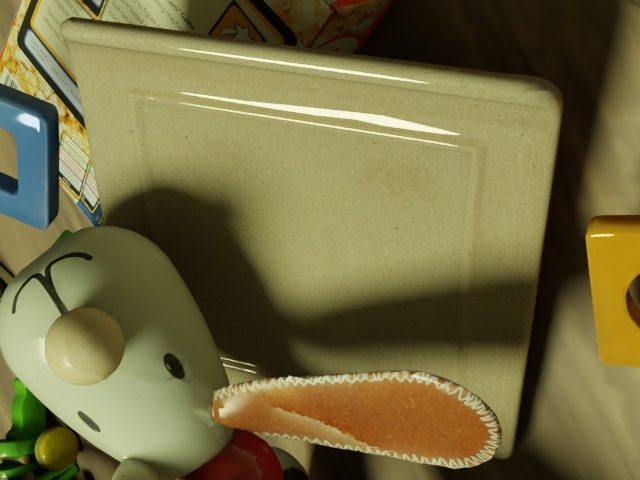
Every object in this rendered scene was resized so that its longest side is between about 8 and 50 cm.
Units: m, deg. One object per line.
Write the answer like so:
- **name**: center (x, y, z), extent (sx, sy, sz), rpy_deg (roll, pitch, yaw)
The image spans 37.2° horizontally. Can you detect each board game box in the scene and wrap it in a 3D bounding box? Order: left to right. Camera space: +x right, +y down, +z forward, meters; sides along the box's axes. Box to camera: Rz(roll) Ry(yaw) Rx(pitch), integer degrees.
- **board game box**: center (-0.073, -0.087, 0.439), extent (0.147, 0.045, 0.193), rpy_deg (49, 132, 11)

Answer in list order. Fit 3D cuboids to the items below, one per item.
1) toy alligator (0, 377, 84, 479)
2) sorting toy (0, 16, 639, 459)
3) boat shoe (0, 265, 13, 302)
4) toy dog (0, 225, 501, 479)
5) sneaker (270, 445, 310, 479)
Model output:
- **toy alligator**: center (-0.185, 0.187, 0.645), extent (0.056, 0.051, 0.190), rpy_deg (-7, 104, 41)
- **sorting toy**: center (0.000, 0.000, 0.385), extent (0.347, 0.047, 0.196), rpy_deg (11, 133, 16)
- **boat shoe**: center (-0.257, 0.018, 0.640), extent (0.133, 0.042, 0.049), rpy_deg (32, 128, 27)
- **toy dog**: center (0.001, 0.149, 0.332), extent (0.333, 0.161, 0.220), rpy_deg (30, 88, -5)
- **sneaker**: center (0.023, 0.237, 0.470), extent (0.147, 0.104, 0.296), rpy_deg (13, 120, 32)
